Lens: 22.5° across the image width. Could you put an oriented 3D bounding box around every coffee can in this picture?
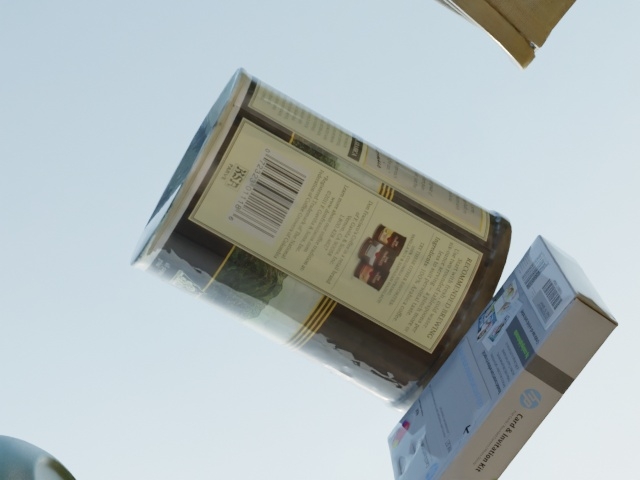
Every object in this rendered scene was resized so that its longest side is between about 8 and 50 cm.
[{"bbox_3d":[0.000,0.000,1.418,0.201,0.275,0.201,-58,9,15],"label":"coffee can"}]

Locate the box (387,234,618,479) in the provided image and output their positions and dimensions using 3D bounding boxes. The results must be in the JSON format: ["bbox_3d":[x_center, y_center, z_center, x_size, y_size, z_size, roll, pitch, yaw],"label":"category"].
[{"bbox_3d":[0.116,0.097,1.074,0.186,0.038,0.145,-53,10,11],"label":"box"}]

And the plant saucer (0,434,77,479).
[{"bbox_3d":[-0.174,0.281,1.211,0.043,0.317,0.317,-27,-31,0],"label":"plant saucer"}]

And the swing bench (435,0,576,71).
[{"bbox_3d":[0.150,-0.331,1.403,0.253,0.254,0.165,-52,-25,3],"label":"swing bench"}]
